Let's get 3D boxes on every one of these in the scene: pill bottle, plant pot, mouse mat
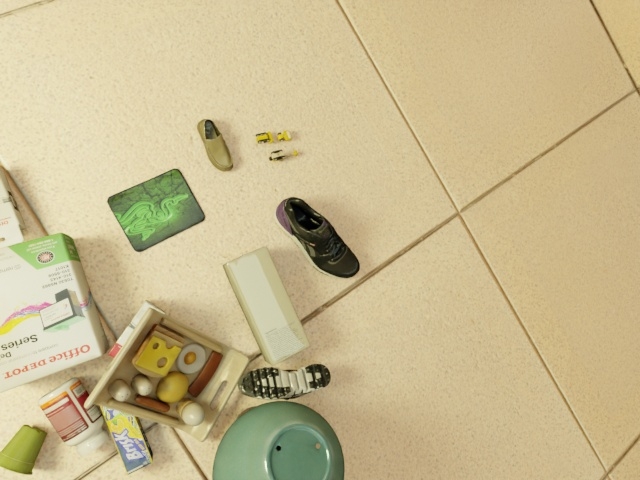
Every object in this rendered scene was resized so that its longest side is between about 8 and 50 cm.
[{"bbox_3d":[-0.524,0.379,0.958,0.086,0.086,0.151,-32,94,-20],"label":"pill bottle"},{"bbox_3d":[-0.617,0.431,0.929,0.083,0.083,0.079,30,63,-14],"label":"plant pot"},{"bbox_3d":[-0.401,-0.077,1.099,0.190,0.007,0.152,-30,94,-19],"label":"mouse mat"},{"bbox_3d":[-0.069,0.471,0.936,0.291,0.195,0.290,9,57,-14],"label":"plant pot"}]

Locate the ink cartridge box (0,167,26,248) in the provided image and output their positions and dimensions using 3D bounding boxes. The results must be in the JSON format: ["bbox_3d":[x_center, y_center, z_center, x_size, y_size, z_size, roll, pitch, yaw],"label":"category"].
[{"bbox_3d":[-0.713,-0.061,0.958,0.104,0.060,0.180,-21,90,-21],"label":"ink cartridge box"}]

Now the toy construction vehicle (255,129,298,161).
[{"bbox_3d":[-0.119,-0.255,1.209,0.098,0.035,0.085,-20,79,-23],"label":"toy construction vehicle"}]

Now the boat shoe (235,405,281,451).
[{"bbox_3d":[-0.084,0.539,1.075,0.123,0.116,0.324,-39,97,-19],"label":"boat shoe"}]

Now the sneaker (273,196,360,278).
[{"bbox_3d":[0.000,0.000,1.166,0.283,0.124,0.107,41,73,-11],"label":"sneaker"}]

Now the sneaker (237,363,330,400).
[{"bbox_3d":[-0.096,0.356,1.096,0.235,0.106,0.078,3,57,-30],"label":"sneaker"}]

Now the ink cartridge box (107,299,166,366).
[{"bbox_3d":[-0.411,0.207,1.011,0.056,0.099,0.135,35,74,-12],"label":"ink cartridge box"}]

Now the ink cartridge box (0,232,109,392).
[{"bbox_3d":[-0.597,0.147,0.943,0.202,0.117,0.277,-19,90,-20],"label":"ink cartridge box"}]

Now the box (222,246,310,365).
[{"bbox_3d":[-0.137,0.161,1.116,0.113,0.094,0.274,-23,91,-21],"label":"box"}]

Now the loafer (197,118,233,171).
[{"bbox_3d":[-0.270,-0.245,1.141,0.056,0.050,0.147,-32,94,-20],"label":"loafer"}]

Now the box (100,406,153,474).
[{"bbox_3d":[-0.433,0.427,1.001,0.059,0.054,0.168,-22,91,-20],"label":"box"}]

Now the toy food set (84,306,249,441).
[{"bbox_3d":[-0.318,0.304,0.983,0.306,0.093,0.219,43,70,-42],"label":"toy food set"}]
